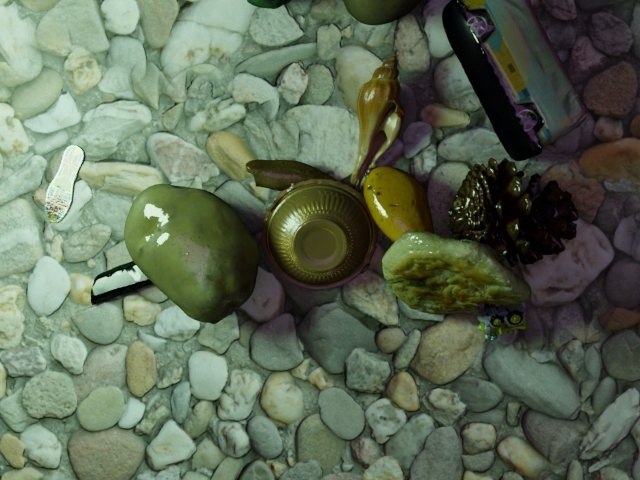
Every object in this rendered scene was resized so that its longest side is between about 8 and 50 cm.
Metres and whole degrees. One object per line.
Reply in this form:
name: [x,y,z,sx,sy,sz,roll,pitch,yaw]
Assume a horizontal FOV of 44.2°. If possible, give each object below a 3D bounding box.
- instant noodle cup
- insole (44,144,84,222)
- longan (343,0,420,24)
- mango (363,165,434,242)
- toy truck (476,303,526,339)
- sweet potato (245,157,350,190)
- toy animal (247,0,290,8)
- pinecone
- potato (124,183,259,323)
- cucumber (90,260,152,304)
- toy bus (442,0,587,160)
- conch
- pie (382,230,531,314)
instant noodle cup: [0.000,0.000,1.766,0.274,0.090,0.273,0,107,-2]
insole: [-0.608,-0.134,1.866,0.065,0.006,0.193,22,95,2]
longan: [0.139,-0.575,1.704,0.197,0.196,0.220,11,89,3]
mango: [0.184,-0.067,1.749,0.227,0.147,0.109,60,138,18]
toy truck: [0.413,0.186,1.796,0.111,0.076,0.076,-14,113,5]
sweet potato: [-0.053,-0.143,1.804,0.244,0.077,0.077,8,94,-9]
toy animal: [-0.117,-0.680,1.714,0.191,0.216,0.338,-17,96,-22]
pinecone: [0.421,-0.056,1.698,0.292,0.246,0.246,3,94,-15]
potato: [-0.277,0.018,1.749,0.326,0.221,0.243,41,83,9]
cucumber: [-0.450,0.086,1.853,0.220,0.046,0.070,-19,85,3]
toy bus: [0.423,-0.379,1.718,0.162,0.171,0.386,-28,91,-5]
conch: [0.123,-0.264,1.782,0.109,0.093,0.330,9,115,-14]
pie: [0.274,0.083,1.679,0.338,0.337,0.075,16,64,2]
